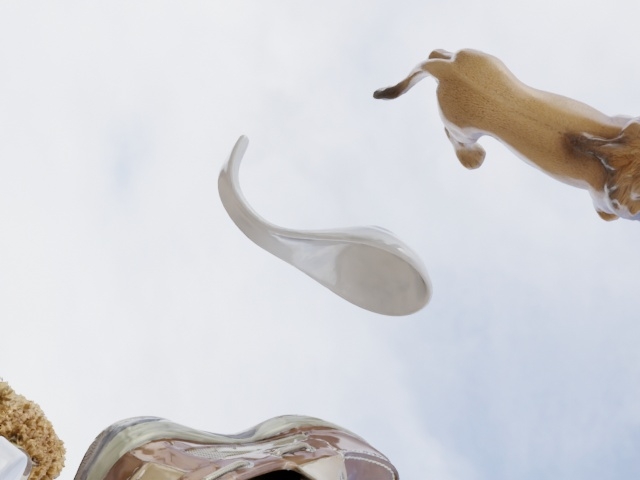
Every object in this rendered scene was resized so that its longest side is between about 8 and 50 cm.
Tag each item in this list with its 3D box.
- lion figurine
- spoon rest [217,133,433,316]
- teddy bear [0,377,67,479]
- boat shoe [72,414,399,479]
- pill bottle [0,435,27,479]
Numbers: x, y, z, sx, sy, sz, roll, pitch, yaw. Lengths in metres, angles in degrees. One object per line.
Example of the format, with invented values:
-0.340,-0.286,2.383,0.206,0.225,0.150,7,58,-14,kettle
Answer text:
0.230,-0.113,1.116,0.392,0.240,0.142,16,-91,9,lion figurine
0.000,0.000,1.218,0.276,0.084,0.137,35,-33,-4,spoon rest
-0.444,0.312,1.259,0.245,0.338,0.113,67,-18,1,teddy bear
-0.037,0.206,0.845,0.116,0.324,0.123,21,-82,40,boat shoe
-0.382,0.156,0.955,0.245,0.136,0.136,34,-50,6,pill bottle
